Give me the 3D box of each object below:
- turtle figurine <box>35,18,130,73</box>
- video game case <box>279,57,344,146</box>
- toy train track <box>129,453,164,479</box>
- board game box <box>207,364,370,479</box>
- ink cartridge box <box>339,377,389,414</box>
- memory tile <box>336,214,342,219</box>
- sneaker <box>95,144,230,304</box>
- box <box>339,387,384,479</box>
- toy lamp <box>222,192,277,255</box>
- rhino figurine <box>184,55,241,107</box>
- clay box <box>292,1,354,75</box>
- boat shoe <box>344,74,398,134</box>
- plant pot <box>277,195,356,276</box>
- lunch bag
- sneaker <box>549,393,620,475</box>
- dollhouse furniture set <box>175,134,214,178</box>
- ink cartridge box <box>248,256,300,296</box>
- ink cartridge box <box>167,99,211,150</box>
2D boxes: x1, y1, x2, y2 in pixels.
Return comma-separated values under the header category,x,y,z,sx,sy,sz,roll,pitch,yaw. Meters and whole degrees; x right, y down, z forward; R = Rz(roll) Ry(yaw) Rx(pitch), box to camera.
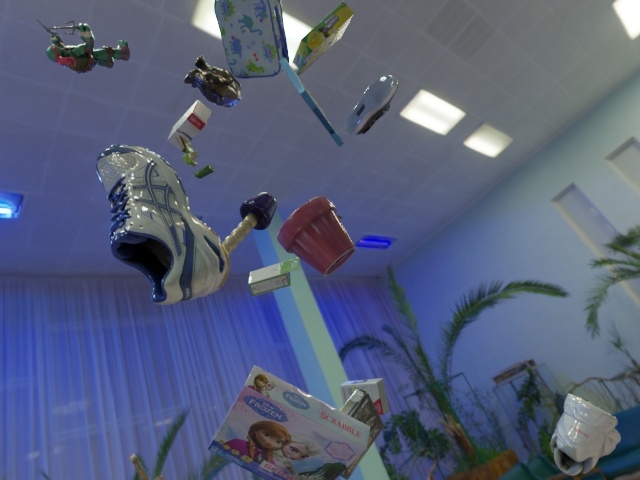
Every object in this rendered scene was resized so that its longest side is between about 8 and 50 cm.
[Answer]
category,x,y,z,sx,sy,sz,roll,pitch,yaw
turtle figurine,-0.631,-0.498,1.075,0.234,0.175,0.118,-32,-50,-61
video game case,-0.015,-0.272,0.821,0.015,0.119,0.166,-35,-35,11
toy train track,-0.300,0.402,0.699,0.048,0.083,0.014,-32,-12,-24
board game box,-0.091,0.498,1.034,0.318,0.066,0.318,28,-58,-2
ink cartridge box,0.177,0.639,1.674,0.174,0.128,0.072,-17,-10,30
memory tile,0.008,-0.090,1.505,0.113,0.012,0.148,16,-7,-17
sneaker,-0.264,-0.035,0.617,0.112,0.296,0.131,-50,-14,28
box,0.110,0.658,1.411,0.231,0.056,0.183,-42,-60,-32
toy lamp,-0.177,-0.008,0.860,0.275,0.080,0.080,-56,-3,-43
rhino figurine,-0.211,-0.315,0.833,0.106,0.243,0.073,31,-79,-16
clay box,-0.004,-0.600,1.239,0.222,0.053,0.127,-47,7,-16
boat shoe,0.161,-0.389,1.210,0.076,0.080,0.228,-3,-28,-35
plant pot,0.000,0.000,1.230,0.201,0.180,0.201,-38,-14,-12
lunch bag,-0.178,-0.558,1.117,0.175,0.090,0.219,3,-54,20
sneaker,0.440,0.344,0.706,0.115,0.090,0.232,-55,-48,-8
dollhouse furniture set,-0.407,-0.282,1.340,0.058,0.152,0.076,-27,-10,8
ink cartridge box,-0.171,0.141,1.608,0.209,0.109,0.062,-17,-68,1
ink cartridge box,-0.463,-0.404,1.451,0.150,0.109,0.063,-35,-55,25
